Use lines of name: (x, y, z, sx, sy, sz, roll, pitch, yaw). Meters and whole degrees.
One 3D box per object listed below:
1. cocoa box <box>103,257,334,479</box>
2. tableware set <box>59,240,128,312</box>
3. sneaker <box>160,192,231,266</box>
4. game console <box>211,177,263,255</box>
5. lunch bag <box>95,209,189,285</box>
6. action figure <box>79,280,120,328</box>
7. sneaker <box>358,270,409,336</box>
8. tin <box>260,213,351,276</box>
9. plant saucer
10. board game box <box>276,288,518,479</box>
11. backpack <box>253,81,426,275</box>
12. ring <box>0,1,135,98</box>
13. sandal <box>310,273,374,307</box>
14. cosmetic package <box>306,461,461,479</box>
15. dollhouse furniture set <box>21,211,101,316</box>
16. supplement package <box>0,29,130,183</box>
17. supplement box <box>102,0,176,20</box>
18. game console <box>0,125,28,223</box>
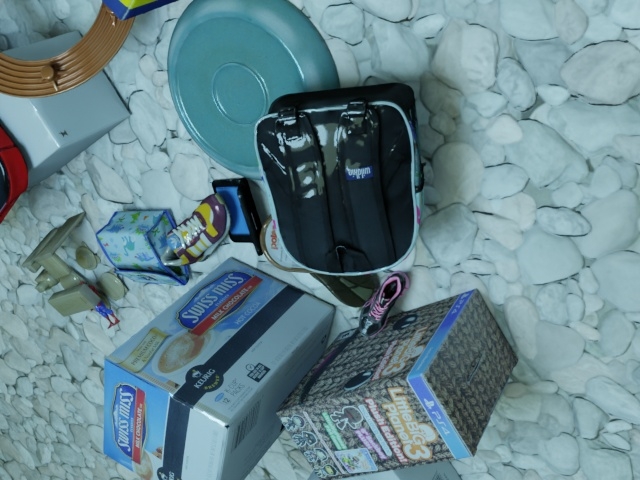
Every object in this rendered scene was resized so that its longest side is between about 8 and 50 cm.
cocoa box: (-0.168, 0.232, 1.282, 0.228, 0.347, 0.231, 25, 126, 17)
tableware set: (-0.483, 0.089, 1.606, 0.141, 0.020, 0.169, 45, 129, -2)
sneaker: (-0.220, -0.011, 1.324, 0.069, 0.084, 0.185, 57, 140, 21)
game console: (-0.143, -0.038, 1.290, 0.071, 0.107, 0.122, -14, 112, 7)
lunch bag: (-0.329, 0.024, 1.430, 0.129, 0.096, 0.151, 3, 133, 28)
action figure: (-0.469, 0.133, 1.594, 0.038, 0.030, 0.115, -26, 100, 41)
sneaker: (0.096, 0.100, 1.201, 0.047, 0.057, 0.119, 31, 94, 9)
tin: (0.000, 0.000, 1.182, 0.190, 0.040, 0.106, 4, 87, -2)
plant saucer: (-0.117, -0.231, 1.177, 0.318, 0.044, 0.317, 15, 124, 23)
board game box: (0.120, 0.227, 1.179, 0.291, 0.232, 0.141, -24, 103, 38)
backpack: (0.037, -0.084, 1.059, 0.225, 0.191, 0.253, -4, 111, 15)
ring: (-0.437, -0.384, 1.159, 0.337, 0.032, 0.336, -1, 86, 9)
sandal: (0.006, 0.015, 1.235, 0.090, 0.060, 0.219, -43, 101, -4)
cosmetic package: (0.131, 0.475, 1.383, 0.225, 0.138, 0.224, -26, 101, 41)
dollhouse furniture set: (-0.507, 0.051, 1.557, 0.144, 0.123, 0.151, -16, 124, 37)
supplement package: (-0.516, -0.210, 1.344, 0.293, 0.175, 0.177, -23, 101, 39)
supplement box: (-0.191, -0.492, 0.965, 0.194, 0.195, 0.356, 46, 131, 0)
game console: (-0.679, -0.148, 1.330, 0.342, 0.060, 0.386, 52, 132, -2)
